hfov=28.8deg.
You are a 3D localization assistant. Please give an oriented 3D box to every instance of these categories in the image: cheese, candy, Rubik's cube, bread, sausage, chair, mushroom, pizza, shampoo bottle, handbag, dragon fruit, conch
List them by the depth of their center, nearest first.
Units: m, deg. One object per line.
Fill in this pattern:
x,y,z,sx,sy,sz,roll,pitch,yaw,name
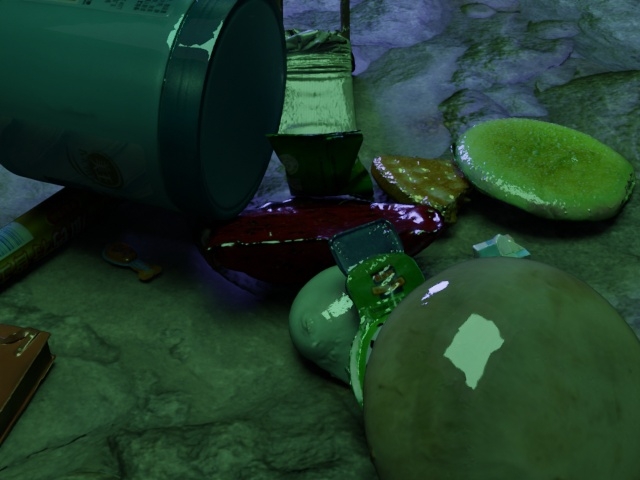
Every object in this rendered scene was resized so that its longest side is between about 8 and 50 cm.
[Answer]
0.199,0.201,1.383,0.362,0.294,0.362,9,69,-26,mushroom
0.112,0.124,1.551,0.203,0.083,0.321,-20,78,-22,cheese
-0.438,0.184,1.601,0.127,0.063,0.190,9,41,15,handbag
0.068,0.114,1.648,0.221,0.121,0.185,3,67,-1,conch
0.257,0.036,1.757,0.075,0.084,0.073,-29,38,-8,Rubik's cube
-0.263,-0.222,1.782,0.342,0.331,0.331,12,39,16,shampoo bottle
0.000,0.000,1.788,0.343,0.100,0.282,-5,17,-3,dragon fruit
-0.442,0.005,1.824,0.082,0.082,0.371,23,44,29,sausage
-0.280,0.029,1.836,0.111,0.017,0.047,29,49,33,cheese
0.007,-0.109,1.880,0.141,0.203,0.078,-11,63,6,candy
0.189,-0.083,1.938,0.198,0.062,0.188,-13,40,-27,pizza
0.351,-0.122,1.954,0.301,0.045,0.301,8,31,-5,bread
-0.013,-0.311,2.192,0.160,0.319,0.186,-2,-7,-3,chair
